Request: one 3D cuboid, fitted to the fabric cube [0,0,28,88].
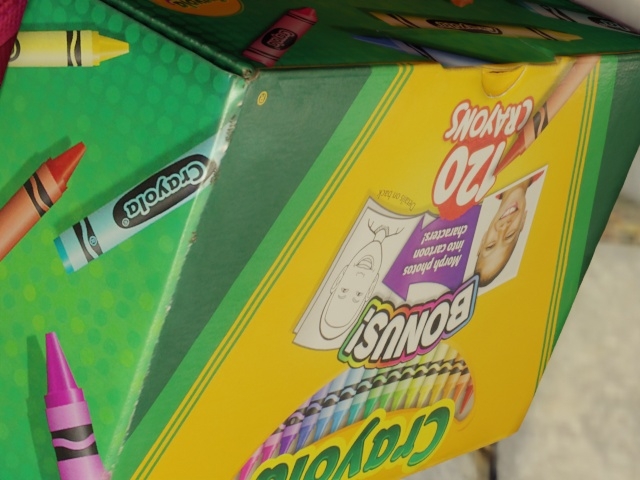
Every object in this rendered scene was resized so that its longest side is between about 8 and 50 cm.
[{"bbox_3d":[-0.093,-0.178,0.703,0.254,0.259,0.258,-34,78,30],"label":"fabric cube"}]

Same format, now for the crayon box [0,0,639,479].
[{"bbox_3d":[0.000,0.000,0.654,0.081,0.278,0.165,30,111,27],"label":"crayon box"}]
